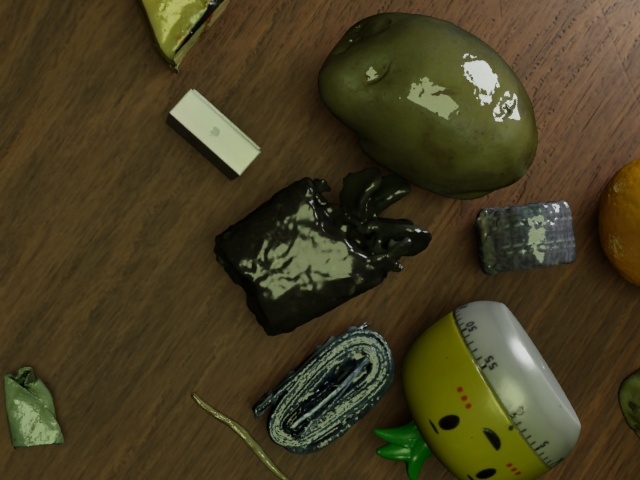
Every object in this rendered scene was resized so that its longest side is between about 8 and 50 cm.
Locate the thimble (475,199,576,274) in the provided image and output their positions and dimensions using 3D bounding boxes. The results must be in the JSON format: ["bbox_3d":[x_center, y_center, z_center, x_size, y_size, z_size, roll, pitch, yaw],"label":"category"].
[{"bbox_3d":[0.298,-0.006,1.768,0.150,0.150,0.097,-7,92,-9],"label":"thimble"}]

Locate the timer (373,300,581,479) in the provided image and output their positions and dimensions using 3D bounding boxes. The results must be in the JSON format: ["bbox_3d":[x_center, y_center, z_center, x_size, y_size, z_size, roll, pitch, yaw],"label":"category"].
[{"bbox_3d":[0.200,0.245,1.709,0.285,0.285,0.285,0,90,-9],"label":"timer"}]

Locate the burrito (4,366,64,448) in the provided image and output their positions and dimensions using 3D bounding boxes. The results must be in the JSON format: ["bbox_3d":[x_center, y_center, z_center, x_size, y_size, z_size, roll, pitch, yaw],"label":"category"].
[{"bbox_3d":[-0.408,0.237,1.709,0.074,0.044,0.118,-9,94,-6],"label":"burrito"}]

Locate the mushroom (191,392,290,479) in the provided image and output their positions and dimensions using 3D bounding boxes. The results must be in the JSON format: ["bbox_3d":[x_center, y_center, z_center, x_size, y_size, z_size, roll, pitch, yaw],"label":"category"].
[{"bbox_3d":[-0.081,0.318,1.774,0.286,0.026,0.028,38,69,-5],"label":"mushroom"}]

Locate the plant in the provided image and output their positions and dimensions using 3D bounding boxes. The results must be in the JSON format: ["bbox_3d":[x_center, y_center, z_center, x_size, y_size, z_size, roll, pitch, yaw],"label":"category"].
[{"bbox_3d":[0.000,0.000,1.698,0.276,0.199,0.188,-29,89,-10],"label":"plant"}]

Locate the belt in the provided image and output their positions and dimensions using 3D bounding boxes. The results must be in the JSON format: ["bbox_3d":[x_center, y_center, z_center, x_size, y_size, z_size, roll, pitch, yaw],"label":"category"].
[{"bbox_3d":[0.014,0.217,1.732,0.218,0.128,0.122,-42,90,-8],"label":"belt"}]

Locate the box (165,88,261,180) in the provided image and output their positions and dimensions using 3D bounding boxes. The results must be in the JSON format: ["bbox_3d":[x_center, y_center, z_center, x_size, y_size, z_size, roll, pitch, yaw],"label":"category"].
[{"bbox_3d":[-0.153,-0.148,1.705,0.129,0.130,0.051,41,83,-7],"label":"box"}]

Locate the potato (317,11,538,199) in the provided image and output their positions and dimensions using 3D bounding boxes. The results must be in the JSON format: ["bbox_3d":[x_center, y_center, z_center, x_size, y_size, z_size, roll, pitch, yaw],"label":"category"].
[{"bbox_3d":[0.161,-0.190,1.697,0.326,0.243,0.221,34,76,-7],"label":"potato"}]

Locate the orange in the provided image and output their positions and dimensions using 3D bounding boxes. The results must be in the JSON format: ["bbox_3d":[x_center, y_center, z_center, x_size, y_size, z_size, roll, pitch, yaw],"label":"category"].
[{"bbox_3d":[0.519,-0.026,1.787,0.219,0.193,0.219,2,72,-8],"label":"orange"}]

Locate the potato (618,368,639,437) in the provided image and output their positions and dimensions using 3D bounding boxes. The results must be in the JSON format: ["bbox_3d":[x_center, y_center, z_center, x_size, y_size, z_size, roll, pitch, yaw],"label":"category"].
[{"bbox_3d":[0.605,0.231,1.837,0.272,0.111,0.160,-23,92,-9],"label":"potato"}]

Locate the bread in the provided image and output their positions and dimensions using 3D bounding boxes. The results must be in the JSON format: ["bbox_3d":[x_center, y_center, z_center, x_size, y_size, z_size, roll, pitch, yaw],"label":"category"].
[{"bbox_3d":[-0.253,-0.376,1.677,0.264,0.167,0.163,37,85,-4],"label":"bread"}]
